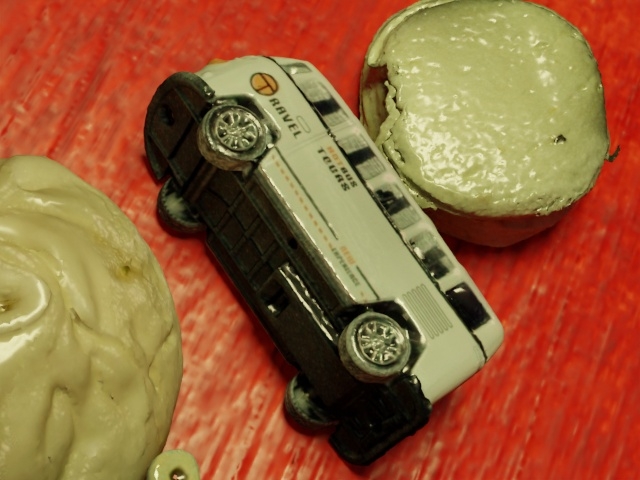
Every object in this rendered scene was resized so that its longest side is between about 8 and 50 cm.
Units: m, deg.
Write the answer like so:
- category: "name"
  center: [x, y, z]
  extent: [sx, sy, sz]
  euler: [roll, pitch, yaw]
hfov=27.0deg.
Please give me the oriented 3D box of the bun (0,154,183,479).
- category: "bun"
  center: [-0.136, 0.045, 0.539]
  extent: [0.183, 0.102, 0.183]
  euler: [6, 69, -16]

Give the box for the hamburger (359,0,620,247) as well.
- category: "hamburger"
  center: [0.084, -0.066, 0.677]
  extent: [0.133, 0.062, 0.140]
  euler: [15, 67, -10]

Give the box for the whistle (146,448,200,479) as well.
- category: "whistle"
  center: [-0.042, 0.208, 0.510]
  extent: [0.126, 0.067, 0.258]
  euler: [5, 73, -41]

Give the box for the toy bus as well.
- category: "toy bus"
  center: [0.000, 0.000, 0.612]
  extent: [0.089, 0.087, 0.194]
  euler: [-29, 78, -33]
